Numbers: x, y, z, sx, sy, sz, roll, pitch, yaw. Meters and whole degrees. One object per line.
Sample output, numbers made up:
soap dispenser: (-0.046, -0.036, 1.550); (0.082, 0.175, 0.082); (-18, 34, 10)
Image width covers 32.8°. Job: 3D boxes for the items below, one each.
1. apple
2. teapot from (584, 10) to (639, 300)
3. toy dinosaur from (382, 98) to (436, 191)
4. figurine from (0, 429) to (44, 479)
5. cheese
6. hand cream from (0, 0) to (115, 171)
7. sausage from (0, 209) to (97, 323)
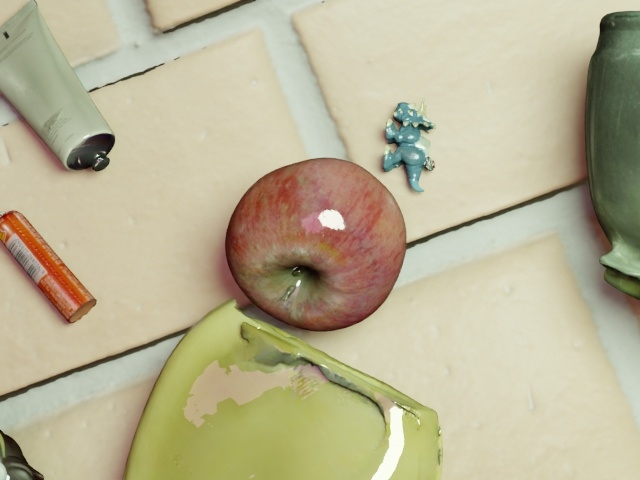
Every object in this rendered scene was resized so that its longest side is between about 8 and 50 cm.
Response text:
apple: (0.000, 0.000, 0.928); (0.154, 0.153, 0.120); (13, 42, 9)
teapot: (0.350, -0.052, 0.887); (0.240, 0.322, 0.239); (21, 104, 49)
toy dinosaur: (0.082, -0.086, 0.986); (0.047, 0.030, 0.083); (5, 83, 10)
figurine: (-0.398, 0.260, 0.937); (0.370, 0.167, 0.281); (-23, 75, 13)
cheese: (-0.054, 0.232, 0.917); (0.260, 0.128, 0.315); (23, 84, 21)
hand cream: (-0.257, -0.138, 1.031); (0.087, 0.054, 0.186); (-40, 73, 5)
sausage: (-0.262, 0.020, 1.015); (0.034, 0.034, 0.129); (-43, 79, 0)
